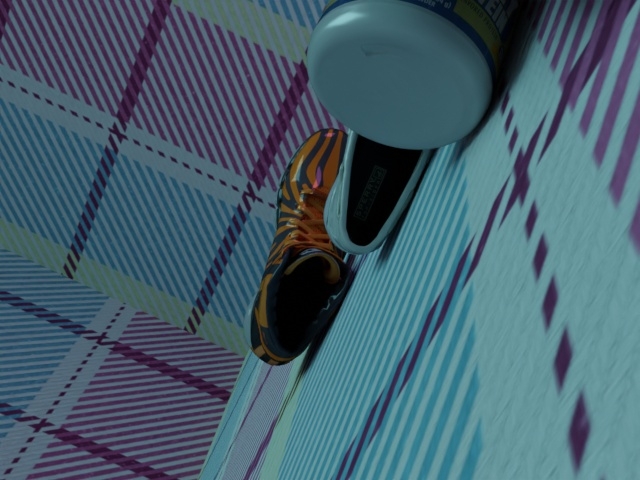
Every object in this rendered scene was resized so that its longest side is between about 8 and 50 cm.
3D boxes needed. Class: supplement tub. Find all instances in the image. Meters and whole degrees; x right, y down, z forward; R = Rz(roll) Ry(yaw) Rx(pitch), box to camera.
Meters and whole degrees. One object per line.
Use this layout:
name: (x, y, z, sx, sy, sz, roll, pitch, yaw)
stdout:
supplement tub: (0.085, -0.188, 0.691, 0.144, 0.144, 0.200, 121, 172, -62)

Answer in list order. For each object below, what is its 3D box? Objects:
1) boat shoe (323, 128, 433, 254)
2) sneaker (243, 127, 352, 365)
boat shoe: (0.071, -0.113, 0.831, 0.088, 0.096, 0.268, -137, 71, -82)
sneaker: (0.000, 0.000, 1.073, 0.180, 0.124, 0.321, 145, 139, -75)
